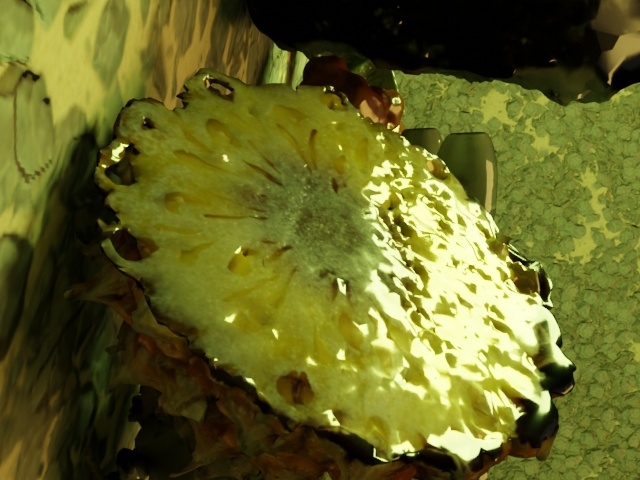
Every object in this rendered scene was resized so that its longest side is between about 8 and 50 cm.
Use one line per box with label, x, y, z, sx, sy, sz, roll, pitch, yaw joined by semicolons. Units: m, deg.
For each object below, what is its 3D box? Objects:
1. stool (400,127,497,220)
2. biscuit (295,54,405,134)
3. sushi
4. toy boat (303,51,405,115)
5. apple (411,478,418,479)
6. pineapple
stool;0.027;0.019;0.707;0.195;0.195;0.199;-135;-137;-80
biscuit;0.000;0.000;0.951;0.318;0.110;0.312;73;38;-73
sushi;0.122;-0.267;0.724;0.328;0.328;0.285;-35;139;-66
toy boat;0.026;-0.202;1.007;0.089;0.185;0.071;-41;-150;-5
apple;0.078;0.194;1.422;0.338;0.305;0.338;-163;-90;-82
pineapple;-0.038;0.092;0.530;0.272;0.262;0.262;-58;-171;37
